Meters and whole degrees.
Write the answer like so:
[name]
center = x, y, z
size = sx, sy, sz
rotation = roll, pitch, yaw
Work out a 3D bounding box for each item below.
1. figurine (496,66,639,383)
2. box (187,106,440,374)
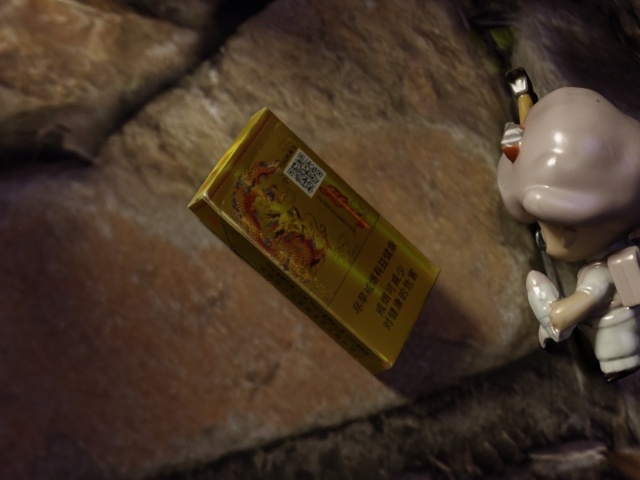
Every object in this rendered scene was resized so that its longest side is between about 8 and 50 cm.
[figurine]
center = 0.186, -0.018, 0.782
size = 0.137, 0.112, 0.228
rotation = -17, 91, -46
[box]
center = 0.000, 0.000, 0.683
size = 0.156, 0.022, 0.089
rotation = 41, 49, -15
